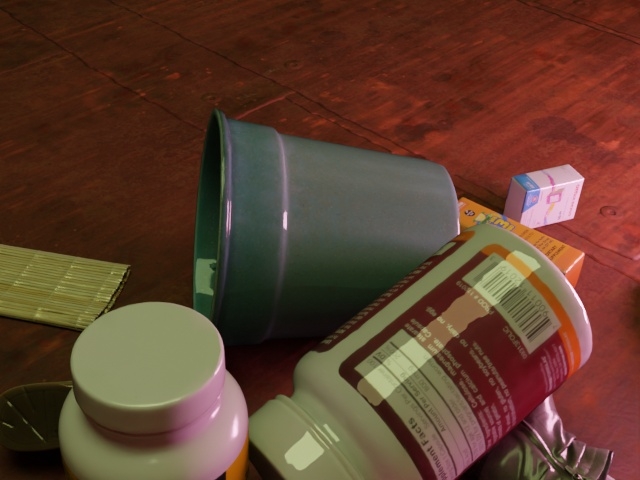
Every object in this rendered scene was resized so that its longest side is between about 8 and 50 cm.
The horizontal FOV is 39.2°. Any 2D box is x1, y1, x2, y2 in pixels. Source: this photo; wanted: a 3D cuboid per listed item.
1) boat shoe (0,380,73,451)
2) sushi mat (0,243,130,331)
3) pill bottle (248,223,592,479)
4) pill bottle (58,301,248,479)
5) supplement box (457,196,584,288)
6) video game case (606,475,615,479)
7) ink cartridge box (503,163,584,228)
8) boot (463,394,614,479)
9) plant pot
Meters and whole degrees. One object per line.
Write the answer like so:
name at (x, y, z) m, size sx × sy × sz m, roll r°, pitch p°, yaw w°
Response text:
boat shoe at (-0.249, 0.216, 1.128) m, size 0.302 × 0.098 × 0.109 m, roll -4°, pitch 81°, yaw 3°
sushi mat at (-0.466, 0.062, 1.388) m, size 0.317 × 0.019 × 0.151 m, roll 9°, pitch 37°, yaw 7°
pill bottle at (0.110, 0.176, 1.064) m, size 0.392 × 0.224 × 0.224 m, roll -36°, pitch 50°, yaw -17°
pill bottle at (-0.168, 0.233, 0.933) m, size 0.188 × 0.334 × 0.188 m, roll 2°, pitch 38°, yaw -2°
supplement box at (0.302, 0.016, 1.461) m, size 0.233 × 0.080 × 0.078 m, roll 26°, pitch 41°, yaw 29°
video game case at (0.333, 0.333, 1.108) m, size 0.087 × 0.011 × 0.122 m, roll 32°, pitch 46°, yaw 32°
ink cartridge box at (0.391, -0.075, 1.575) m, size 0.122 × 0.088 × 0.052 m, roll -14°, pitch 41°, yaw -21°
boot at (0.304, 0.250, 1.157) m, size 0.161 × 0.083 × 0.246 m, roll 23°, pitch 50°, yaw 26°
plant pot at (0.000, 0.000, 1.283) m, size 0.334 × 0.341 × 0.341 m, roll 5°, pitch 37°, yaw -13°
